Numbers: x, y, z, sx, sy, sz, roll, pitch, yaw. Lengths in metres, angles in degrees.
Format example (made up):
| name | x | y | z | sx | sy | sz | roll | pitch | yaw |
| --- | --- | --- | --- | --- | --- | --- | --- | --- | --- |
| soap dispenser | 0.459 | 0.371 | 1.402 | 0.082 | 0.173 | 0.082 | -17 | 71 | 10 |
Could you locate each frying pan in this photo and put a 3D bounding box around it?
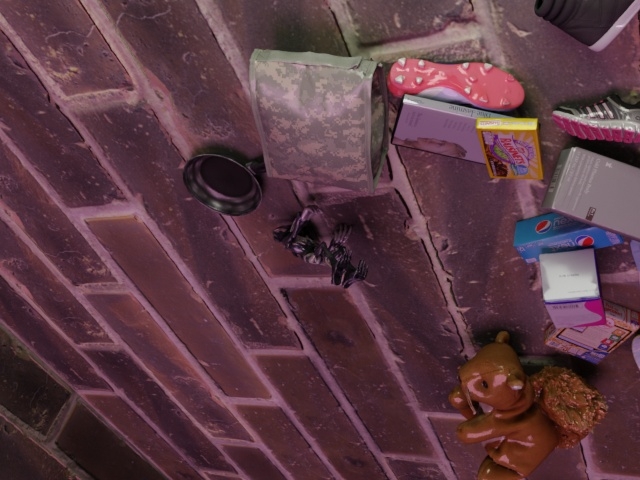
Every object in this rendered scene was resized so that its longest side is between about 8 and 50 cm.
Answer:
| name | x | y | z | sx | sy | sz | roll | pitch | yaw |
| --- | --- | --- | --- | --- | --- | --- | --- | --- | --- |
| frying pan | -0.199 | -0.166 | 1.647 | 0.197 | 0.053 | 0.326 | 30 | 139 | -12 |

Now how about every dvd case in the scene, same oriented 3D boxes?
| name | x | y | z | sx | sy | sz | roll | pitch | yaw |
| --- | --- | --- | --- | --- | --- | --- | --- | --- | --- |
| dvd case | 0.265 | -0.201 | 1.362 | 0.252 | 0.022 | 0.180 | 12 | 163 | 2 |

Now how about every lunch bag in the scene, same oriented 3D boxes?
| name | x | y | z | sx | sy | sz | roll | pitch | yaw |
| --- | --- | --- | --- | --- | --- | --- | --- | --- | --- |
| lunch bag | 0.003 | -0.247 | 1.368 | 0.235 | 0.169 | 0.287 | 10 | 146 | 14 |

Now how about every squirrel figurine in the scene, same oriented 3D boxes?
| name | x | y | z | sx | sy | sz | roll | pitch | yaw |
| --- | --- | --- | --- | --- | --- | --- | --- | --- | --- |
| squirrel figurine | 0.538 | 0.412 | 1.901 | 0.396 | 0.281 | 0.371 | -9 | 125 | 12 |

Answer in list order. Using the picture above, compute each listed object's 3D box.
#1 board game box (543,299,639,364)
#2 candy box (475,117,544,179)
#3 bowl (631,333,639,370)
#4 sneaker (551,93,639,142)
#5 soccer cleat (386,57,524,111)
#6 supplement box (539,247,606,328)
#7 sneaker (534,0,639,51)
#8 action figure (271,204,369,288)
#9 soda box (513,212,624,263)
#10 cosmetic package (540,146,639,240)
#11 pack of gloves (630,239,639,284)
| name | x | y | z | sx | sy | sz | roll | pitch | yaw |
| --- | --- | --- | --- | --- | --- | --- | --- | --- | --- |
| board game box | 0.652 | 0.215 | 1.736 | 0.146 | 0.045 | 0.193 | 21 | 142 | -1 |
| candy box | 0.352 | -0.166 | 1.322 | 0.105 | 0.027 | 0.206 | 2 | 161 | 22 |
| bowl | 0.866 | 0.291 | 1.620 | 0.156 | 0.289 | 0.289 | -33 | 131 | -6 |
| sneaker | 0.498 | -0.222 | 1.273 | 0.170 | 0.075 | 0.063 | 17 | 166 | 40 |
| soccer cleat | 0.244 | -0.278 | 1.313 | 0.247 | 0.083 | 0.095 | 10 | 170 | 5 |
| supplement box | 0.542 | 0.108 | 1.538 | 0.111 | 0.114 | 0.220 | -8 | 156 | 21 |
| sneaker | 0.416 | -0.409 | 1.041 | 0.146 | 0.105 | 0.296 | 18 | 146 | -5 |
| action figure | 0.000 | 0.000 | 1.691 | 0.164 | 0.141 | 0.275 | 22 | -169 | -46 |
| soda box | 0.514 | -0.018 | 1.496 | 0.210 | 0.071 | 0.067 | -16 | 132 | 37 |
| cosmetic package | 0.552 | -0.078 | 1.345 | 0.237 | 0.127 | 0.107 | 18 | -176 | 4 |
| pack of gloves | 0.749 | 0.021 | 1.480 | 0.195 | 0.046 | 0.232 | -11 | 139 | 25 |
